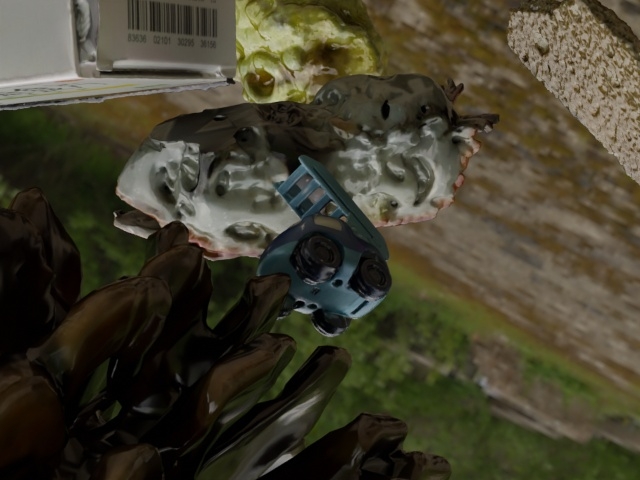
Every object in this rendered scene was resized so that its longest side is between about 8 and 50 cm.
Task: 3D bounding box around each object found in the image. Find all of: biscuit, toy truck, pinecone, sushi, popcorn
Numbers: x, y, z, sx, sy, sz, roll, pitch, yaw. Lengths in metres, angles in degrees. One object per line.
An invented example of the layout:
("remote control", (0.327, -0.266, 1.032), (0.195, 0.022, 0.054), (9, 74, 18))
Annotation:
("biscuit", (0.238, -0.151, 1.158), (0.237, 0.026, 0.131), (56, 160, 35))
("toy truck", (0.000, 0.000, 0.730), (0.073, 0.090, 0.056), (21, 135, -29))
("pinecone", (-0.100, 0.187, 0.645), (0.397, 0.398, 0.398), (29, 172, 4))
("sushi", (-0.016, -0.066, 1.154), (0.124, 0.332, 0.130), (-116, 19, -55))
("popcorn", (-0.013, -0.227, 1.661), (0.286, 0.173, 0.225), (59, 161, 18))

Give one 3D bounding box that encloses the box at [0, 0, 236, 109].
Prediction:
("box", (-0.239, -0.180, 1.046), (0.332, 0.145, 0.173), (-1, -175, 35))
